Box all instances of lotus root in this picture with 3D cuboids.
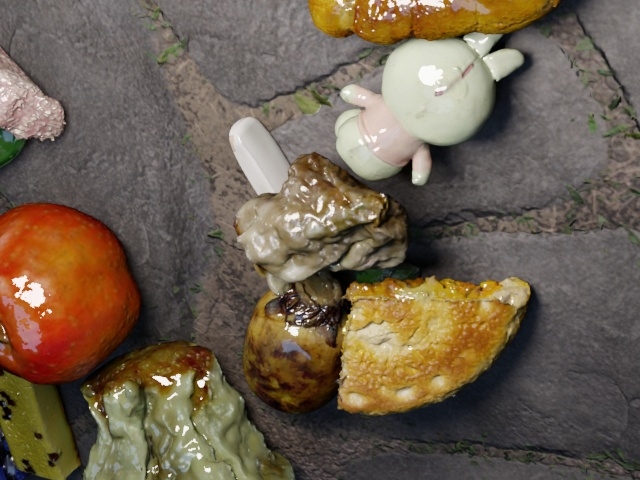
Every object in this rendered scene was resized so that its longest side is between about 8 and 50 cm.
[{"bbox_3d":[-0.034,0.172,1.544,0.169,0.141,0.314,24,135,8],"label":"lotus root"}]

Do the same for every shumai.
[{"bbox_3d":[-0.252,0.340,1.716,0.397,0.324,0.323,-2,109,26],"label":"shumai"},{"bbox_3d":[0.001,0.001,1.310,0.218,0.185,0.184,36,-177,43],"label":"shumai"}]

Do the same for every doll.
[{"bbox_3d":[0.116,-0.153,1.218,0.155,0.113,0.275,51,134,-5],"label":"doll"}]

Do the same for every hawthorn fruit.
[{"bbox_3d":[-0.448,0.097,1.613,0.287,0.330,0.287,9,117,18],"label":"hawthorn fruit"}]

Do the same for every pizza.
[{"bbox_3d":[0.128,0.125,1.410,0.335,0.086,0.226,-37,109,27],"label":"pizza"}]

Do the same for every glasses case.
[{"bbox_3d":[-0.071,-0.095,1.413,0.041,0.063,0.164,-17,114,36],"label":"glasses case"}]

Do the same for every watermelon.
[{"bbox_3d":[0.085,0.061,1.456,0.101,0.080,0.155,-3,128,-10],"label":"watermelon"}]

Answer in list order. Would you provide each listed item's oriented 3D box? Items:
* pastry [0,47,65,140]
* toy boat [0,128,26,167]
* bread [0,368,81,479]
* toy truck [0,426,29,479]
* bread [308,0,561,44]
[{"bbox_3d":[-0.504,-0.243,1.531,0.265,0.112,0.103,37,117,-3],"label":"pastry"},{"bbox_3d":[-0.544,-0.161,1.659,0.210,0.052,0.104,-21,91,39],"label":"toy boat"},{"bbox_3d":[-0.588,0.330,2.051,0.138,0.077,0.361,11,129,23],"label":"bread"},{"bbox_3d":[-0.731,0.471,2.180,0.161,0.177,0.213,12,130,25],"label":"toy truck"},{"bbox_3d":[0.137,-0.277,1.111,0.344,0.084,0.124,4,102,29],"label":"bread"}]
